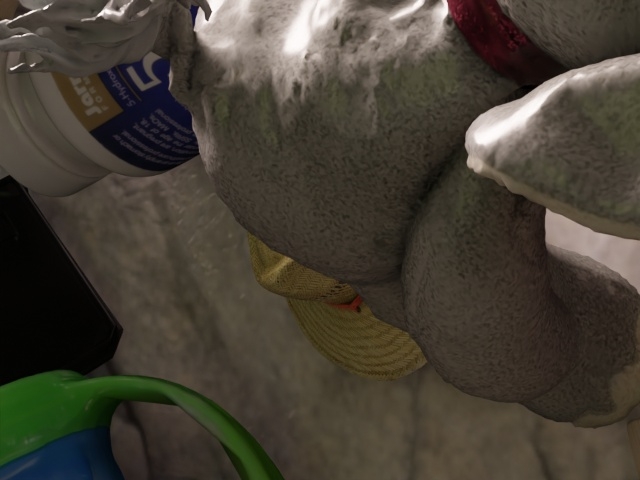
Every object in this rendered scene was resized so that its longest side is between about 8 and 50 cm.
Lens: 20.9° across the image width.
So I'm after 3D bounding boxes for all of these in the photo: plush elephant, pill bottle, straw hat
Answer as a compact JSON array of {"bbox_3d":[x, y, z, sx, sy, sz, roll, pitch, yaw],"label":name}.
[{"bbox_3d":[0.090,-0.087,0.603,0.255,0.330,0.271,-14,74,39],"label":"plush elephant"},{"bbox_3d":[-0.078,-0.095,0.844,0.187,0.112,0.112,-27,74,31],"label":"pill bottle"},{"bbox_3d":[0.000,0.000,0.796,0.144,0.061,0.144,0,90,52],"label":"straw hat"}]

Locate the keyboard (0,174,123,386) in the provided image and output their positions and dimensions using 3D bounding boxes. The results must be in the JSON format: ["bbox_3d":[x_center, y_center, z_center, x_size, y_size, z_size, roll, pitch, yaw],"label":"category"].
[{"bbox_3d":[-0.284,0.055,0.900,0.201,0.317,0.033,55,159,17],"label":"keyboard"}]

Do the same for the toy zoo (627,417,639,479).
[{"bbox_3d":[0.273,0.130,0.651,0.293,0.030,0.192,-19,79,33],"label":"toy zoo"}]

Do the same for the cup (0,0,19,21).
[{"bbox_3d":[-0.285,-0.157,0.895,0.331,0.331,0.237,25,128,32],"label":"cup"}]

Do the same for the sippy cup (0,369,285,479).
[{"bbox_3d":[-0.157,0.217,0.839,0.305,0.240,0.224,-40,78,37],"label":"sippy cup"}]
